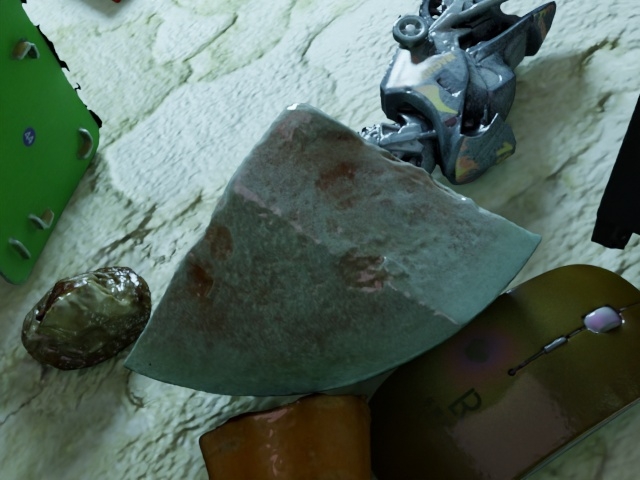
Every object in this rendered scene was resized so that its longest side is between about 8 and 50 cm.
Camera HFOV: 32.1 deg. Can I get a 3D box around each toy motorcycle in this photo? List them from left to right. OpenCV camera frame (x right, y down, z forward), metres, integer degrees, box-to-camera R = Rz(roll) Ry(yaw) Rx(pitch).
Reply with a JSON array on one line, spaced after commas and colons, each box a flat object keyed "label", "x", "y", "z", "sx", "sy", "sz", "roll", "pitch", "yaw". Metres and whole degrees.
[{"label": "toy motorcycle", "x": 0.151, "y": -0.167, "z": 1.225, "sx": 0.173, "sy": 0.108, "sz": 0.307, "roll": 19, "pitch": 63, "yaw": 17}]

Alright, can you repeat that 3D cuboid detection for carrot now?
[{"label": "carrot", "x": -0.011, "y": 0.254, "z": 0.971, "sx": 0.159, "sy": 0.159, "sz": 0.225, "roll": -16, "pitch": 68, "yaw": 6}]

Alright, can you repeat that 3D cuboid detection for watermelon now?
[{"label": "watermelon", "x": 0.000, "y": 0.000, "z": 1.027, "sx": 0.387, "sy": 0.258, "sz": 0.228, "roll": -15, "pitch": 12, "yaw": 9}]

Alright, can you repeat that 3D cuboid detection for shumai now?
[{"label": "shumai", "x": -0.252, "y": 0.068, "z": 1.197, "sx": 0.139, "sy": 0.105, "sz": 0.123, "roll": -8, "pitch": 47, "yaw": -20}]

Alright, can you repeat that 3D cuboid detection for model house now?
[{"label": "model house", "x": -0.473, "y": -0.151, "z": 1.236, "sx": 0.312, "sy": 0.358, "sz": 0.242, "roll": 9, "pitch": 62, "yaw": 20}]

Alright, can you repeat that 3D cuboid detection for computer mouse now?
[{"label": "computer mouse", "x": 0.183, "y": 0.136, "z": 1.029, "sx": 0.310, "sy": 0.072, "sz": 0.158, "roll": -32, "pitch": 56, "yaw": -7}]

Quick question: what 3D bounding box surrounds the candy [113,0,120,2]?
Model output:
[{"label": "candy", "x": -0.302, "y": -0.378, "z": 1.535, "sx": 0.122, "sy": 0.038, "sz": 0.062, "roll": 33, "pitch": 71, "yaw": 32}]

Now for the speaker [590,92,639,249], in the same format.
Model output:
[{"label": "speaker", "x": 0.387, "y": -0.095, "z": 0.976, "sx": 0.184, "sy": 0.254, "sz": 0.232, "roll": 28, "pitch": 24, "yaw": 30}]
